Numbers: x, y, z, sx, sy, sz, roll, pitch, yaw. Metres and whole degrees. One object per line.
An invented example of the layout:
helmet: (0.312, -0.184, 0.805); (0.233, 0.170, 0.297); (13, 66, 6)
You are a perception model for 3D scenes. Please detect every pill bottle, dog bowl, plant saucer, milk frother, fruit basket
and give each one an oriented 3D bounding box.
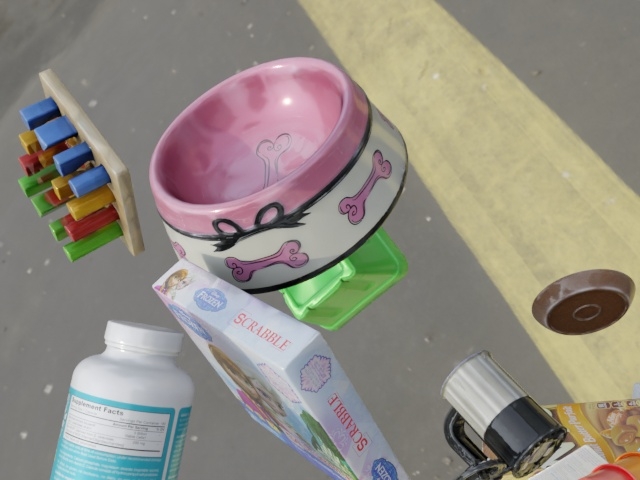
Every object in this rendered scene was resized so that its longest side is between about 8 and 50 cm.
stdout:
pill bottle: (-0.233, 0.232, 0.923); (0.146, 0.146, 0.264); (5, 82, 48)
dog bowl: (-0.080, -0.121, 1.198); (0.408, 0.150, 0.408); (-17, 43, 16)
plant saucer: (0.432, 0.108, 1.269); (0.168, 0.168, 0.029); (-31, 44, 26)
milk frother: (0.189, 0.217, 0.920); (0.129, 0.143, 0.135); (-52, 52, 10)
fruit basket: (0.000, 0.000, 1.695); (0.283, 0.392, 0.392); (-41, 39, 23)

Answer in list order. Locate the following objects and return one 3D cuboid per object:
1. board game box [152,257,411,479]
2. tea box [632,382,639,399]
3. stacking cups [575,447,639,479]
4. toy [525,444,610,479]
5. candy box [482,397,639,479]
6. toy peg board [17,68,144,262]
board game box: (-0.056, 0.195, 1.062); (0.066, 0.318, 0.319); (-44, 37, -21)
tea box: (0.776, 0.450, 1.461); (0.220, 0.329, 0.323); (-166, 81, -76)
stacking cups: (0.418, 0.306, 0.993); (0.096, 0.316, 0.096); (4, 95, 52)
toy: (0.361, 0.404, 1.227); (0.237, 0.137, 0.056); (-43, 18, 22)
candy box: (0.446, 0.374, 1.363); (0.316, 0.087, 0.183); (-7, 26, 14)
toy peg board: (-0.272, -0.066, 0.838); (0.079, 0.160, 0.161); (-32, 67, -22)
